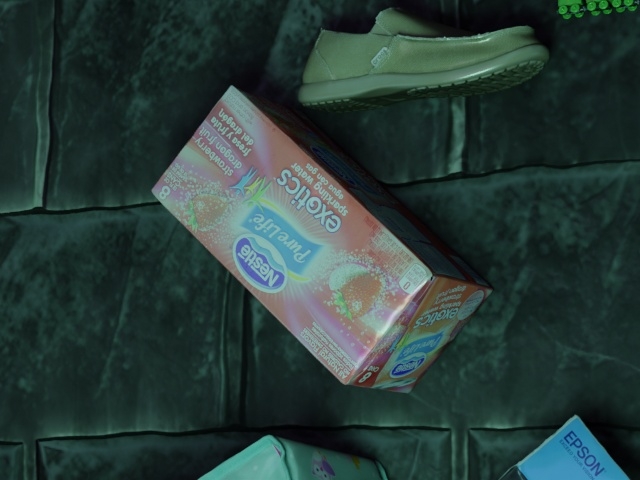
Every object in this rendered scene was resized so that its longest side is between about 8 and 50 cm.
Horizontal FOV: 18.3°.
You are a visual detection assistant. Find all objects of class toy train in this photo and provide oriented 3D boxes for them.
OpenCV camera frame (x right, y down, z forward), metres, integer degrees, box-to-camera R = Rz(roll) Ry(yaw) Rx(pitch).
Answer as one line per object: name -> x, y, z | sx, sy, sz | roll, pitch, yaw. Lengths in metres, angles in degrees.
toy train -> 0.269, -0.231, 1.920 | 0.083, 0.017, 0.024 | -5, 70, 27

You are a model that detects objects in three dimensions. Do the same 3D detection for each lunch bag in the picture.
lunch bag -> -0.069, 0.310, 1.899 | 0.262, 0.223, 0.160 | -34, 63, 21

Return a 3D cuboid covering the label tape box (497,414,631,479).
label tape box -> 0.200, 0.367, 1.817 | 0.348, 0.115, 0.249 | -45, 66, 12

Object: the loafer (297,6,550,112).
loafer -> 0.095, -0.186, 1.955 | 0.268, 0.102, 0.092 | -6, 86, 27

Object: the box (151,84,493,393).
box -> 0.000, 0.000, 1.948 | 0.300, 0.154, 0.142 | 44, 103, 24
